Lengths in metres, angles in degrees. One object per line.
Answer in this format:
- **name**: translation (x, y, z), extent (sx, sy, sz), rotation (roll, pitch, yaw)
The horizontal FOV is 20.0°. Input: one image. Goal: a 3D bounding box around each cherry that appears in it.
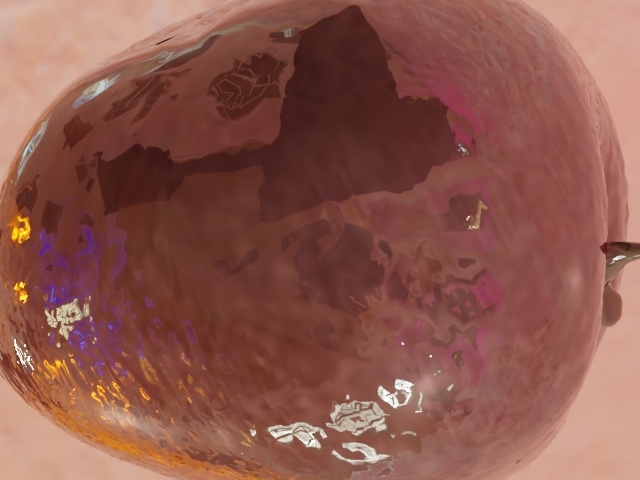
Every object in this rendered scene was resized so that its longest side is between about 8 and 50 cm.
- **cherry**: translation (0.000, 0.000, 0.748), extent (0.307, 0.261, 0.221), rotation (-7, 99, 15)
